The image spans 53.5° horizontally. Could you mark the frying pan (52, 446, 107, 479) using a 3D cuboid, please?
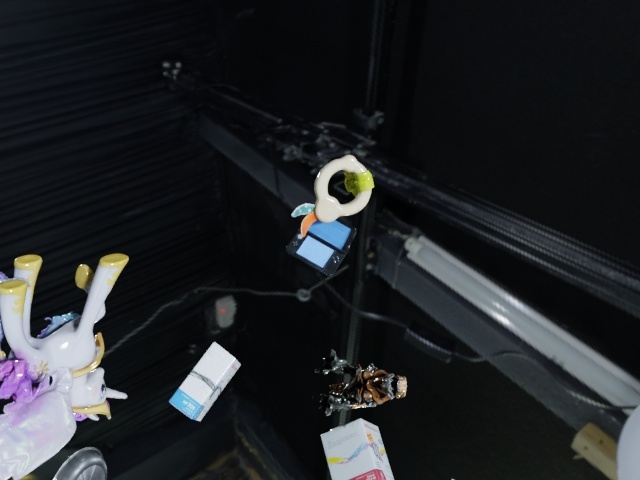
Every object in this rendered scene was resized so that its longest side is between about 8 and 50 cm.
[{"bbox_3d":[-0.632,0.688,1.600,0.053,0.326,0.197,11,-17,22],"label":"frying pan"}]

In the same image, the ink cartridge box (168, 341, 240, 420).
[{"bbox_3d":[-0.307,0.380,1.705,0.082,0.191,0.140,35,-15,10],"label":"ink cartridge box"}]

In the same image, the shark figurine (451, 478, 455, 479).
[{"bbox_3d":[0.407,0.853,1.850,0.166,0.116,0.278,19,-91,29],"label":"shark figurine"}]

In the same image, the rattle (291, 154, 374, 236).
[{"bbox_3d":[0.013,-0.100,1.405,0.130,0.200,0.143,42,2,-32],"label":"rattle"}]

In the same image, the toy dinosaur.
[{"bbox_3d":[0.104,0.413,1.747,0.322,0.218,0.164,-52,-146,45],"label":"toy dinosaur"}]

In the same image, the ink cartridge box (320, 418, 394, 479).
[{"bbox_3d":[0.099,0.578,1.660,0.128,0.127,0.176,44,23,-53],"label":"ink cartridge box"}]

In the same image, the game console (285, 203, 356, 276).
[{"bbox_3d":[0.000,0.000,1.398,0.122,0.107,0.071,30,-28,10],"label":"game console"}]

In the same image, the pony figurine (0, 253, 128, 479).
[{"bbox_3d":[-0.491,0.216,1.104,0.302,0.351,0.364,23,-64,35],"label":"pony figurine"}]
